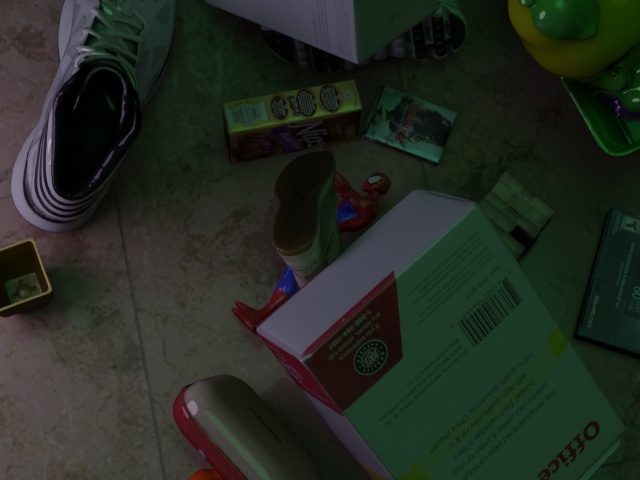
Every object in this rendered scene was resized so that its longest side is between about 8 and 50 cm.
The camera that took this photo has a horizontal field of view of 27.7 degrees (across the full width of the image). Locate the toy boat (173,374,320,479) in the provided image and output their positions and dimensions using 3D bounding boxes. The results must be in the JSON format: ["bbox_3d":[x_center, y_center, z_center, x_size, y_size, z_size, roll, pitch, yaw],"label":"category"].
[{"bbox_3d":[-0.112,0.292,1.645,0.231,0.151,0.151,47,106,13],"label":"toy boat"}]

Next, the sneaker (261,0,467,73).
[{"bbox_3d":[0.060,-0.317,1.868,0.292,0.110,0.118,-4,51,-1],"label":"sneaker"}]

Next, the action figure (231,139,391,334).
[{"bbox_3d":[-0.028,-0.018,1.756,0.280,0.091,0.139,-41,89,-14],"label":"action figure"}]

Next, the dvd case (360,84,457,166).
[{"bbox_3d":[0.127,-0.165,1.856,0.119,0.013,0.087,21,72,5],"label":"dvd case"}]

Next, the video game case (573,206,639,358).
[{"bbox_3d":[0.505,0.085,1.785,0.274,0.026,0.196,18,72,4],"label":"video game case"}]

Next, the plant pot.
[{"bbox_3d":[-0.400,0.057,1.721,0.081,0.083,0.081,-20,74,-9],"label":"plant pot"}]

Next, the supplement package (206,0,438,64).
[{"bbox_3d":[-0.009,-0.391,1.754,0.293,0.175,0.177,27,50,33],"label":"supplement package"}]

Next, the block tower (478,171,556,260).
[{"bbox_3d":[0.176,0.069,1.740,0.097,0.091,0.335,40,75,11],"label":"block tower"}]

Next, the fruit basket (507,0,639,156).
[{"bbox_3d":[0.387,-0.309,1.725,0.283,0.392,0.392,-28,75,4],"label":"fruit basket"}]

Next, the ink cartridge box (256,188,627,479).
[{"bbox_3d":[0.152,0.175,1.576,0.279,0.160,0.385,-41,112,-14],"label":"ink cartridge box"}]

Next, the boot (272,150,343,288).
[{"bbox_3d":[0.000,0.000,1.668,0.077,0.165,0.213,-11,38,16],"label":"boot"}]

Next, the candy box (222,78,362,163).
[{"bbox_3d":[-0.040,-0.164,1.798,0.186,0.109,0.053,-13,72,-6],"label":"candy box"}]

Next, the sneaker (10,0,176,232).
[{"bbox_3d":[-0.262,-0.233,1.715,0.169,0.257,0.447,21,74,-21],"label":"sneaker"}]
